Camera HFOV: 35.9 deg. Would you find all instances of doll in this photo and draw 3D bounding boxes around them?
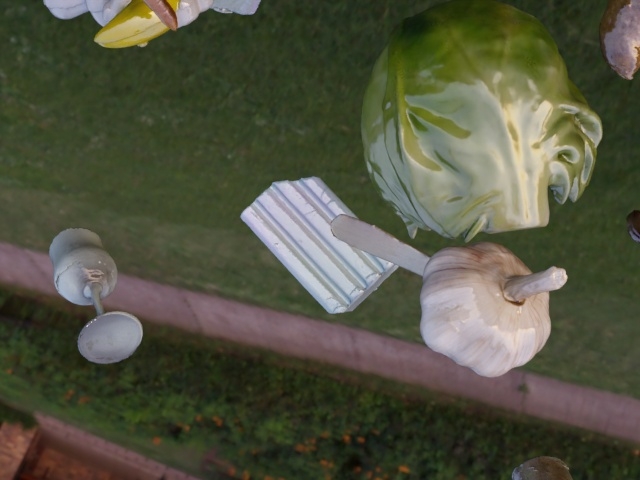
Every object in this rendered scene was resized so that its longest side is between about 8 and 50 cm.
[{"bbox_3d":[-0.285,-0.378,1.526,0.237,0.252,0.111,51,167,42],"label":"doll"}]

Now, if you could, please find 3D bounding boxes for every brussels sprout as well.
[{"bbox_3d":[0.237,-0.212,1.630,0.425,0.342,0.361,23,136,66],"label":"brussels sprout"}]

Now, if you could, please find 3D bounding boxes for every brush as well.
[{"bbox_3d":[0.168,0.040,1.533,0.336,0.085,0.020,27,-169,8],"label":"brush"}]

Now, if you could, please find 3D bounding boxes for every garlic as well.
[{"bbox_3d":[0.243,0.071,1.317,0.199,0.199,0.226,27,149,-11],"label":"garlic"}]

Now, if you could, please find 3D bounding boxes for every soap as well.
[{"bbox_3d":[0.000,0.000,1.980,0.289,0.173,0.095,46,-178,9],"label":"soap"}]

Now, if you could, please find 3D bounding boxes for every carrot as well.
[{"bbox_3d":[-0.242,-0.352,1.319,0.037,0.037,0.190,7,150,32],"label":"carrot"}]

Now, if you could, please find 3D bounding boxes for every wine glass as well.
[{"bbox_3d":[-0.280,0.061,1.209,0.079,0.079,0.195,43,-173,-41],"label":"wine glass"}]

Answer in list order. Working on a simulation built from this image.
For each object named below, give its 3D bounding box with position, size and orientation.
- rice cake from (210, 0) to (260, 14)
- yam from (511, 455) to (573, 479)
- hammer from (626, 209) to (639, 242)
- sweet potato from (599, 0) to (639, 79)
[{"bbox_3d":[-0.129,-0.462,1.650,0.124,0.038,0.211,4,144,-22],"label":"rice cake"},{"bbox_3d":[0.382,0.456,1.525,0.093,0.259,0.093,-6,127,-8],"label":"yam"},{"bbox_3d":[0.679,-0.013,1.901,0.095,0.242,0.409,-41,153,31],"label":"hammer"},{"bbox_3d":[0.429,-0.352,1.136,0.092,0.114,0.341,27,122,0],"label":"sweet potato"}]
